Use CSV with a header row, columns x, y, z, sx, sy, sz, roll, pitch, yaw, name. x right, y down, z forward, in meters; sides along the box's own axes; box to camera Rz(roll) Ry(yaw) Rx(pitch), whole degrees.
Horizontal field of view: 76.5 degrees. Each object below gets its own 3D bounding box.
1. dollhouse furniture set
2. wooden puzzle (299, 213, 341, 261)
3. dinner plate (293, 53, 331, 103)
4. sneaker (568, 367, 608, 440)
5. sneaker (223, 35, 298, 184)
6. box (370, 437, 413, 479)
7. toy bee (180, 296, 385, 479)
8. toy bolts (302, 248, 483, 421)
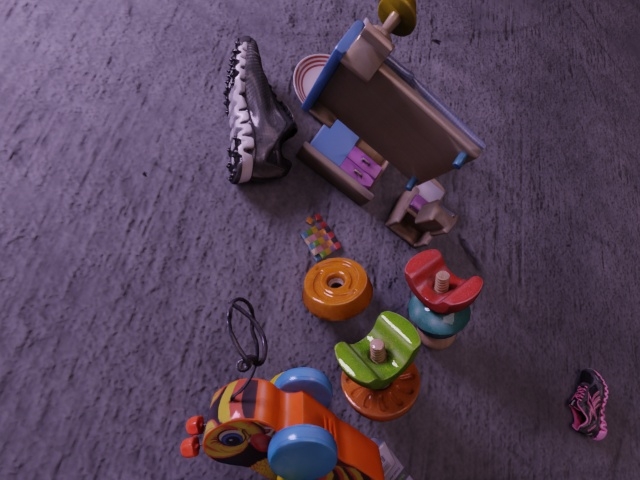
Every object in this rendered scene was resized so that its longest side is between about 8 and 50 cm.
x,y,z,sx,sy,sz,roll,pitch,yaw,name
0.144,-0.164,0.555,0.286,0.303,0.198,37,75,-8,dollhouse furniture set
0.000,0.000,0.626,0.049,0.006,0.083,-31,87,-28,wooden puzzle
0.018,-0.264,0.713,0.141,0.017,0.141,7,70,-21,dinner plate
0.464,0.282,0.712,0.057,0.047,0.119,16,66,-5,sneaker
-0.088,-0.193,0.616,0.106,0.078,0.234,2,76,-25,sneaker
0.083,0.381,0.519,0.145,0.038,0.186,-37,89,-28,box
-0.061,0.204,0.456,0.162,0.195,0.298,-28,97,14,toy bee
0.101,0.122,0.587,0.228,0.158,0.218,-27,44,-18,toy bolts
